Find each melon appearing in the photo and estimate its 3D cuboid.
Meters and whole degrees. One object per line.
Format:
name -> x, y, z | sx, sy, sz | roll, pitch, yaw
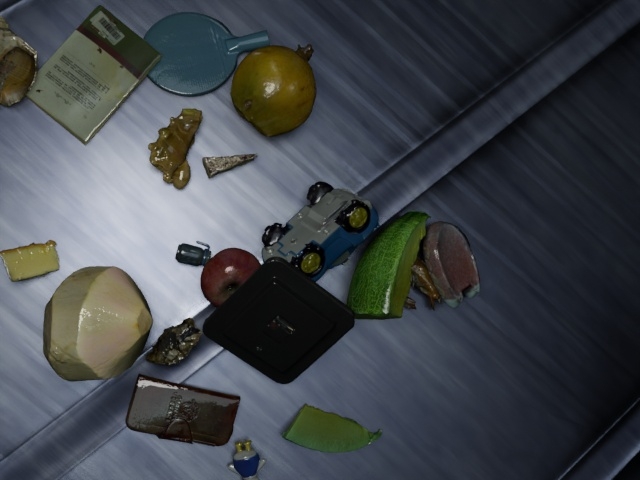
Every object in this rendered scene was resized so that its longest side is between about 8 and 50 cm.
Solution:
melon -> 0.174, 0.053, 1.616 | 0.124, 0.196, 0.323 | 28, 72, -23
melon -> 0.032, 0.480, 1.610 | 0.262, 0.053, 0.114 | 12, 64, -16

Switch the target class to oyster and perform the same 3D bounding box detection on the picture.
oyster -> -0.353, 0.242, 1.509 | 0.148, 0.103, 0.051 | -47, 138, 1

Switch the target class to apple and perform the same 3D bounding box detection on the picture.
apple -> -0.210, 0.090, 1.530 | 0.153, 0.120, 0.153 | -4, 117, -9

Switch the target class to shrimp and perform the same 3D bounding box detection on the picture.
shrimp -> 0.240, 0.117, 1.688 | 0.132, 0.051, 0.187 | -44, 88, -1

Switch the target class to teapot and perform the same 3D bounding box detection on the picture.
teapot -> -0.311, 0.034, 1.565 | 0.083, 0.063, 0.049 | 15, 113, -14

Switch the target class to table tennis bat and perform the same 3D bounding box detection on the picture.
table tennis bat -> -0.290, -0.481, 1.618 | 0.329, 0.044, 0.215 | -15, 87, -12

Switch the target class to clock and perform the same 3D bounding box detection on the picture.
clock -> -0.097, 0.199, 1.501 | 0.279, 0.049, 0.273 | 38, 110, -21

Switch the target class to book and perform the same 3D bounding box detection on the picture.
book -> -0.551, -0.403, 1.541 | 0.201, 0.026, 0.289 | 40, 82, -4

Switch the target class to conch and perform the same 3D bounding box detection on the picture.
conch -> -0.724, -0.405, 1.460 | 0.155, 0.130, 0.207 | 10, 99, 19

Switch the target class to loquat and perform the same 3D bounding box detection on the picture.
loquat -> -0.101, -0.383, 1.570 | 0.213, 0.213, 0.246 | 40, 87, -7

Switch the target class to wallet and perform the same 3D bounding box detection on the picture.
wallet -> -0.328, 0.413, 1.527 | 0.255, 0.031, 0.137 | 15, 81, -12

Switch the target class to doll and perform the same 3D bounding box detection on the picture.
doll -> -0.173, 0.556, 1.538 | 0.099, 0.057, 0.143 | -14, 89, 7

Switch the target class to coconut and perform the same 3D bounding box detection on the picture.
coconut -> -0.482, 0.185, 1.394 | 0.259, 0.259, 0.259 | 1, 84, -13

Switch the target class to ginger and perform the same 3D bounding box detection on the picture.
ginger -> -0.359, -0.234, 1.555 | 0.115, 0.081, 0.205 | 12, 83, -18

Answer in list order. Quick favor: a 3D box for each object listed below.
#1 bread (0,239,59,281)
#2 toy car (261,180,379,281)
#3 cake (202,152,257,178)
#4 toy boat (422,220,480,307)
bread -> -0.657, 0.048, 1.458 | 0.109, 0.080, 0.084 | -18, 91, -12
toy car -> 0.000, 0.000, 1.580 | 0.314, 0.198, 0.166 | -44, 127, -11
cake -> -0.224, -0.189, 1.599 | 0.140, 0.051, 0.055 | -7, 86, -12
toy boat -> 0.335, 0.061, 1.694 | 0.155, 0.085, 0.227 | -21, 92, -38
